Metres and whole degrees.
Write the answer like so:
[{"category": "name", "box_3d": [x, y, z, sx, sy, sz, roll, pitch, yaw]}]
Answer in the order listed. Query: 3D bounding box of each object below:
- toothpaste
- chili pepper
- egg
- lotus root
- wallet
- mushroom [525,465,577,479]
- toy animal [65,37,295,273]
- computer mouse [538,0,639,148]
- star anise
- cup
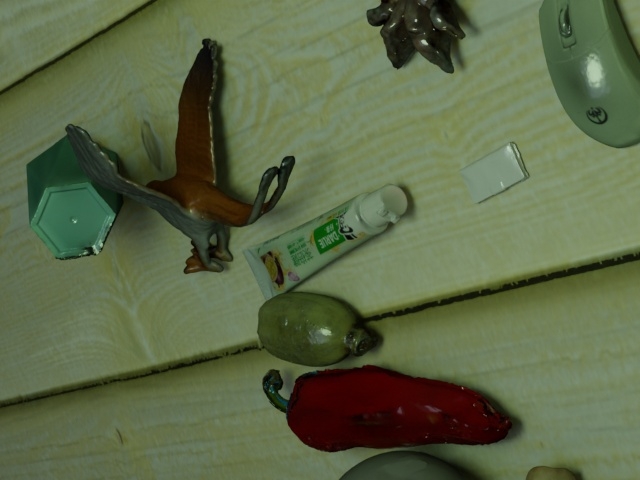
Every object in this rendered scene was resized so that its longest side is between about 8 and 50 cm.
[{"category": "toothpaste", "box_3d": [0.000, 0.000, 1.623, 0.314, 0.056, 0.058, -30, 42, 51]}, {"category": "chili pepper", "box_3d": [0.065, 0.204, 1.593, 0.387, 0.110, 0.110, -6, 100, 44]}, {"category": "egg", "box_3d": [0.095, 0.332, 1.542, 0.176, 0.176, 0.232, 61, 152, 11]}, {"category": "lotus root", "box_3d": [-0.010, 0.112, 1.649, 0.183, 0.077, 0.090, 9, 111, 46]}, {"category": "wallet", "box_3d": [0.185, -0.072, 1.424, 0.083, 0.011, 0.044, -29, 84, 47]}, {"category": "mushroom", "box_3d": [0.242, 0.353, 1.417, 0.207, 0.207, 0.215, -12, 61, 48]}, {"category": "toy animal", "box_3d": [-0.133, -0.059, 1.689, 0.284, 0.225, 0.302, 35, 149, 30]}, {"category": "computer mouse", "box_3d": [0.260, -0.174, 1.277, 0.089, 0.056, 0.181, -22, 87, 44]}, {"category": "star anise", "box_3d": [0.102, -0.263, 1.402, 0.195, 0.065, 0.182, -3, 104, 43]}, {"category": "cup", "box_3d": [-0.338, -0.049, 1.809, 0.235, 0.134, 0.148, -117, 18, -71]}]
